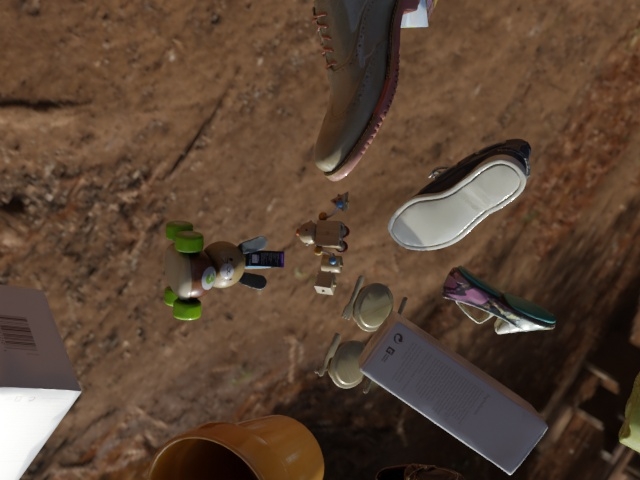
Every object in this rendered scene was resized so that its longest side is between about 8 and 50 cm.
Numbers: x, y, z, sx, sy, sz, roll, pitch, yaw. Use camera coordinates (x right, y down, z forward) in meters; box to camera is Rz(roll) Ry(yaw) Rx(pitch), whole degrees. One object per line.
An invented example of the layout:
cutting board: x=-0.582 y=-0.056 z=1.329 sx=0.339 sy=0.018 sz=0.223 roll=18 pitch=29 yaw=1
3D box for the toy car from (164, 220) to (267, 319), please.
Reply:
toy car: x=-0.186 y=0.050 z=1.843 sx=0.188 sy=0.149 sz=0.155 roll=-2 pitch=106 yaw=-21

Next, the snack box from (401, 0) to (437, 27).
snack box: x=0.168 y=-0.498 z=1.775 sx=0.207 sy=0.070 sz=0.175 roll=-69 pitch=154 yaw=-54

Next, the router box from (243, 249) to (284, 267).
router box: x=-0.189 y=0.048 z=2.510 sx=0.133 sy=0.179 sz=0.046 roll=3 pitch=86 yaw=-29

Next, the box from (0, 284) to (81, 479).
box: x=-0.545 y=0.258 z=1.532 sx=0.168 sy=0.215 sz=0.345 roll=12 pitch=125 yaw=-44

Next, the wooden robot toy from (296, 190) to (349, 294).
wooden robot toy: x=0.000 y=0.000 z=1.616 sx=0.076 sy=0.079 sz=0.173 roll=39 pitch=58 yaw=-72

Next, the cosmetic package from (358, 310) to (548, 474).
cosmetic package: x=0.164 y=0.190 z=1.270 sx=0.085 sy=0.231 sz=0.117 roll=-54 pitch=179 yaw=4

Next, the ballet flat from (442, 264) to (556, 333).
ballet flat: x=0.317 y=0.123 z=1.810 sx=0.079 sy=0.221 sz=0.077 roll=-60 pitch=-168 yaw=19

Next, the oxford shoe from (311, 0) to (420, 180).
oxford shoe: x=0.038 y=-0.287 z=1.480 sx=0.140 sy=0.146 sz=0.397 roll=-8 pitch=-115 yaw=64

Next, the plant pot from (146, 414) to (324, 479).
plant pot: x=-0.095 y=0.323 z=1.330 sx=0.188 sy=0.205 sz=0.205 roll=-21 pitch=138 yaw=-59

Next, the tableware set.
tableware set: x=0.064 y=0.163 z=1.753 sx=0.128 sy=0.039 sz=0.194 roll=27 pitch=84 yaw=-38

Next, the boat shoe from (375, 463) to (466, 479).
boat shoe: x=0.161 y=0.403 z=1.645 sx=0.073 sy=0.073 sz=0.207 roll=-44 pitch=-171 yaw=-34

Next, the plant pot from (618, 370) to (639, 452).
plant pot: x=0.696 y=0.330 z=1.828 sx=0.276 sy=0.253 sz=0.276 roll=20 pitch=90 yaw=-76

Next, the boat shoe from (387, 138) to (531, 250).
boat shoe: x=0.199 y=-0.068 z=1.437 sx=0.254 sy=0.095 sz=0.079 roll=-39 pitch=-167 yaw=44
